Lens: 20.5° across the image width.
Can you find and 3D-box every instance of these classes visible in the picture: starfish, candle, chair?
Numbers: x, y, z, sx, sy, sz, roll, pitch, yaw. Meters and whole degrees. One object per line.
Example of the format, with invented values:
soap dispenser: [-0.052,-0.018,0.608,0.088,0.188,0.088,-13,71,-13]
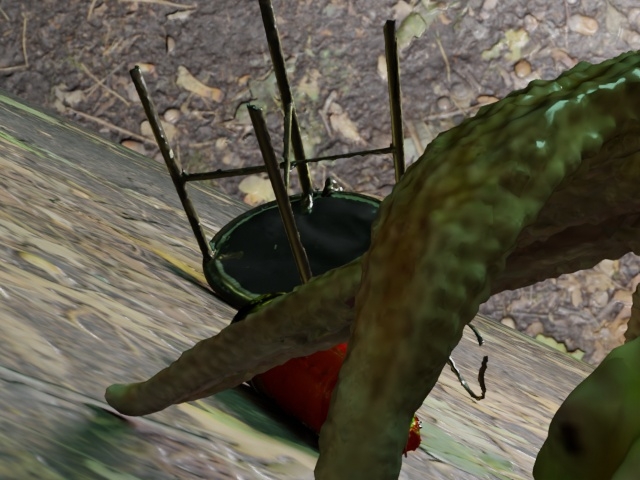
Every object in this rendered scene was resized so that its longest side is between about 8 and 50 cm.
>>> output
starfish: [0.145,0.016,0.566,0.398,0.132,0.384,-5,-24,-32]
candle: [0.005,0.066,0.818,0.052,0.052,0.131,23,4,-34]
chair: [0.000,0.000,1.229,0.160,0.170,0.325,22,-43,41]

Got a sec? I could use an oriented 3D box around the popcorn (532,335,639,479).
popcorn: [0.135,0.078,0.371,0.167,0.185,0.187,6,23,35]
